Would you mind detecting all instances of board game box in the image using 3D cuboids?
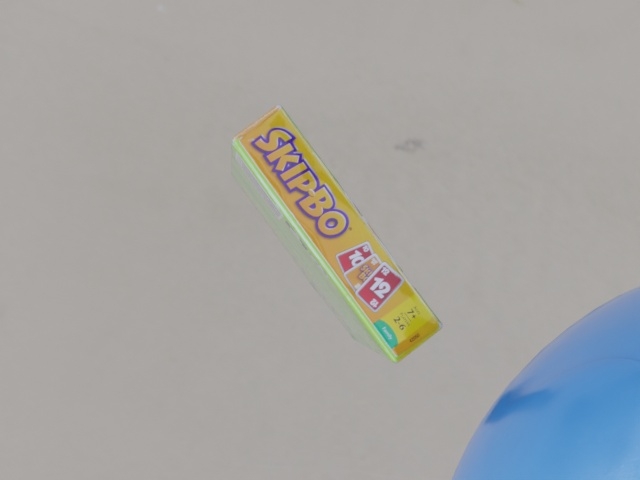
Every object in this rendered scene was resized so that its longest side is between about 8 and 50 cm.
[{"bbox_3d":[0.000,0.000,0.830,0.039,0.259,0.124,-36,91,-6],"label":"board game box"}]

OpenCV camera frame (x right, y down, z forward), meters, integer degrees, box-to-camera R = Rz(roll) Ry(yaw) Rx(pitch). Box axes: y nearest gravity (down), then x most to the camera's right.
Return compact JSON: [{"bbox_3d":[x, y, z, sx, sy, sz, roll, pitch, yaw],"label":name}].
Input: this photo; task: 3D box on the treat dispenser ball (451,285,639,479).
[{"bbox_3d":[0.180,0.147,0.588,0.288,0.288,0.288,-6,75,22],"label":"treat dispenser ball"}]
